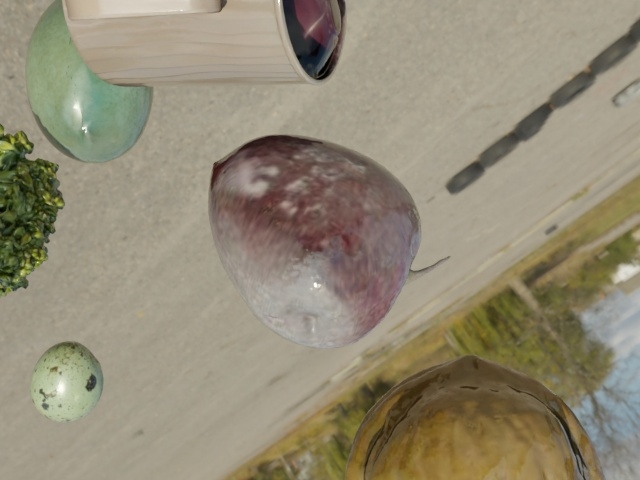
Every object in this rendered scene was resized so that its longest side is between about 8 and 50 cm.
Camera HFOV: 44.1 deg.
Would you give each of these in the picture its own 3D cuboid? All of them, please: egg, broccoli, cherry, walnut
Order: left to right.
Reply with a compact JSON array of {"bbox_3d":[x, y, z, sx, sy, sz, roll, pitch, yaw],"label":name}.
[{"bbox_3d":[-0.408,-0.047,0.947,0.180,0.242,0.273,-10,138,-7],"label":"broccoli"},{"bbox_3d":[-0.304,0.168,0.949,0.085,0.085,0.110,-21,132,-47],"label":"egg"},{"bbox_3d":[-0.313,-0.223,1.077,0.169,0.236,0.169,-4,-176,0],"label":"egg"},{"bbox_3d":[0.000,0.000,0.797,0.183,0.266,0.213,-55,-176,30],"label":"cherry"},{"bbox_3d":[0.172,0.302,0.903,0.306,0.344,0.306,1,179,0],"label":"walnut"}]

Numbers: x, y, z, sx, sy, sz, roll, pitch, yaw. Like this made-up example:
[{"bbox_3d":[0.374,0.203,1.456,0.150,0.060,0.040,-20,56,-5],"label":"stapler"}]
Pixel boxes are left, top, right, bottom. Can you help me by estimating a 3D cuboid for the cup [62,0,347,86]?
[{"bbox_3d":[-0.126,-0.253,0.855,0.288,0.273,0.208,-69,155,-42],"label":"cup"}]
